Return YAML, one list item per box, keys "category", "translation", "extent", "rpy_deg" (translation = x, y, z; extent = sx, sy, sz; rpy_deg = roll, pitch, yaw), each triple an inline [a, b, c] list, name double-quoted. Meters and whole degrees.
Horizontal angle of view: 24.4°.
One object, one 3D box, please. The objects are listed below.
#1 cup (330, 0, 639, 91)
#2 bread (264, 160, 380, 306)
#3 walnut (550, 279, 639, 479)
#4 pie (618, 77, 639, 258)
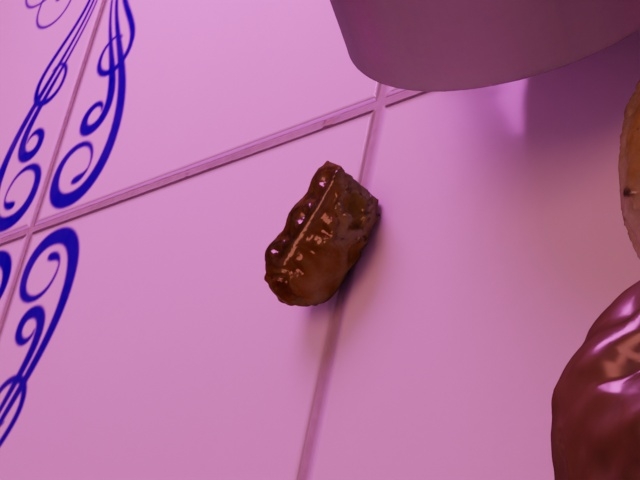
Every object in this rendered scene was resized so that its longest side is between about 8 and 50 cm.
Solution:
- category: "cup"
  translation: [0.084, -0.295, 0.937]
  extent: [0.253, 0.372, 0.253]
  rpy_deg: [-17, 32, 11]
- category: "bread"
  translation: [0.000, 0.000, 1.112]
  extent: [0.066, 0.060, 0.110]
  rpy_deg: [31, 87, 27]
- category: "walnut"
  translation: [0.214, 0.123, 0.604]
  extent: [0.273, 0.273, 0.227]
  rpy_deg: [-18, 20, 42]
- category: "pie"
  translation: [0.299, -0.102, 0.815]
  extent: [0.337, 0.075, 0.338]
  rpy_deg: [-31, 42, 33]
